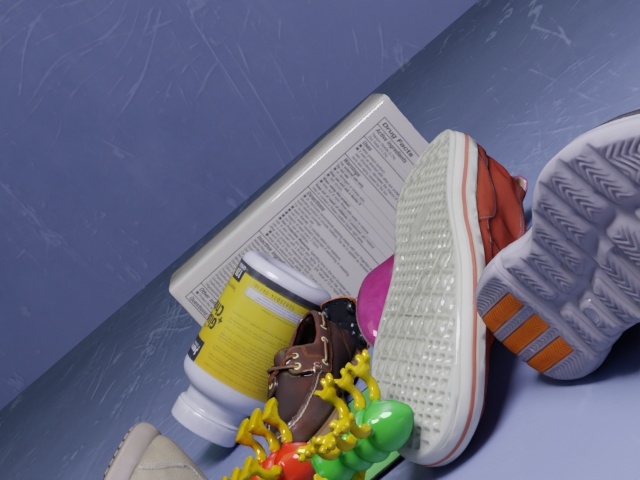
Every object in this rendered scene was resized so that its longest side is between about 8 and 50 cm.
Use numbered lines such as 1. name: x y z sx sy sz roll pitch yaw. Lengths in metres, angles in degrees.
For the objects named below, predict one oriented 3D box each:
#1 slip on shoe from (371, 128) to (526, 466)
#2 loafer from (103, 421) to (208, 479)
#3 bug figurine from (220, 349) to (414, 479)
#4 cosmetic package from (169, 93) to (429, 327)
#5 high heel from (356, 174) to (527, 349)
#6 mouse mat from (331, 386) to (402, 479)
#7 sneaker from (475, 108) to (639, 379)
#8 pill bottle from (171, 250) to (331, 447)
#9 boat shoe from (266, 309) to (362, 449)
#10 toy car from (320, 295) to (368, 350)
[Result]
1. slip on shoe: 0.111 0.039 0.959 0.123 0.101 0.331 -50 17 35
2. loafer: -0.166 0.274 1.045 0.102 0.092 0.268 105 -174 -55
3. bug figurine: -0.025 0.202 0.837 0.216 0.072 0.279 -42 15 34
4. cosmetic package: 0.000 0.000 1.377 0.309 0.160 0.113 -41 9 0
5. high heel: 0.112 0.018 1.097 0.117 0.082 0.244 -48 -7 31
6. mouse mat: 0.023 0.167 1.017 0.152 0.007 0.190 -41 11 8
7. sneaker: 0.207 -0.040 0.738 0.180 0.124 0.321 -45 -1 -23
8. pill bottle: -0.074 0.111 1.276 0.184 0.103 0.103 -60 9 3
9. boat shoe: -0.016 0.126 1.121 0.073 0.073 0.207 -36 9 18
10. toy car: 0.000 0.099 1.247 0.122 0.060 0.040 -36 0 26
